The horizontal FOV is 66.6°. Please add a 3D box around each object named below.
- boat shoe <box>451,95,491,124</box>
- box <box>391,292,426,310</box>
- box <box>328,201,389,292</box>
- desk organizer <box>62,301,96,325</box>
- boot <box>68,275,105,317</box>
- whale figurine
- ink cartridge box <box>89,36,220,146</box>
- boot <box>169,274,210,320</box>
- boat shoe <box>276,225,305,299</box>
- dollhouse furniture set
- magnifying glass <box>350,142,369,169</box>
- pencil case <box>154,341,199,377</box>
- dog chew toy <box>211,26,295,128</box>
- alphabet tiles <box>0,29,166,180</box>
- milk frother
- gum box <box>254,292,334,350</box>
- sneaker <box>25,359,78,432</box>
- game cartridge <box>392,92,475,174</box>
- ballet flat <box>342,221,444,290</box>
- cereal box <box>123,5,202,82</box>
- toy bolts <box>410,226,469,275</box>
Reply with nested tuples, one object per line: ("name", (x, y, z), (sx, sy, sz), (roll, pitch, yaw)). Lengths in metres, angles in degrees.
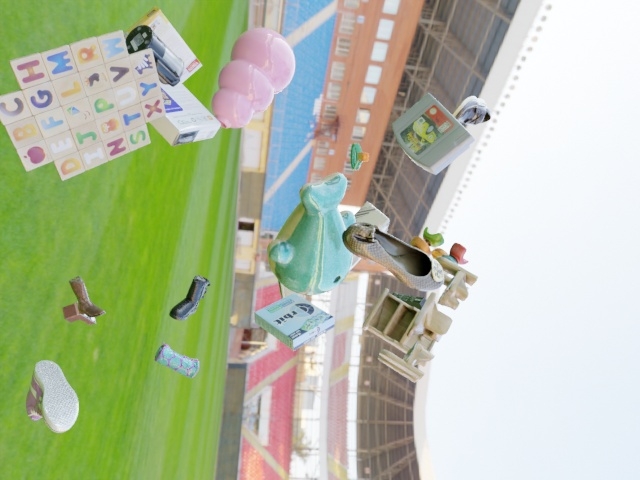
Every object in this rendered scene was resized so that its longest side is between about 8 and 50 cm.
("boat shoe", (0.612, -0.507, 1.943), (0.285, 0.092, 0.103), (-21, 156, -53))
("box", (0.402, 0.310, 2.069), (0.045, 0.184, 0.190), (-46, -154, -25))
("box", (0.081, 0.021, 1.459), (0.275, 0.094, 0.113), (-45, 165, -14))
("desk organizer", (-0.787, 0.245, 1.592), (0.130, 0.050, 0.047), (95, -27, -67))
("boot", (-0.668, 0.160, 1.392), (0.037, 0.106, 0.114), (-38, 126, -60))
("whale figurine", (0.000, 0.000, 0.959), (0.141, 0.216, 0.272), (47, -38, 27))
("ink cartridge box", (-0.464, -0.422, 1.364), (0.069, 0.371, 0.175), (-46, 174, 33))
("boot", (-0.330, 0.144, 1.241), (0.099, 0.045, 0.121), (-63, 171, 10))
("boat shoe", (-0.120, 0.104, 1.884), (0.096, 0.116, 0.325), (156, -73, -76))
("dollhouse furniture set", (0.298, 0.258, 1.657), (0.362, 0.256, 0.394), (-56, 166, -15))
("magnifying glass", (0.126, -0.276, 1.609), (0.231, 0.026, 0.092), (-127, -144, -77))
("pencil case", (-0.502, 0.422, 1.711), (0.070, 0.151, 0.064), (-61, -160, -8))
("dog chew toy", (-0.218, -0.487, 1.503), (0.332, 0.206, 0.206), (-61, -178, -14))
("alphabet tiles", (-0.503, -0.289, 1.064), (0.011, 0.342, 0.285), (38, -35, 28))
("milk frother", (-0.442, -0.440, 1.239), (0.135, 0.143, 0.129), (39, 34, -64))
("gum box", (-0.078, 0.233, 1.431), (0.184, 0.157, 0.041), (26, -52, 42))
("sneaker", (-0.842, 0.525, 1.518), (0.282, 0.102, 0.161), (40, -73, 44))
("game cartridge", (0.369, -0.364, 1.670), (0.196, 0.060, 0.294), (-43, -133, 17))
("ballet flat", (0.152, 0.028, 0.925), (0.058, 0.249, 0.084), (-40, -147, 40))
("cereal box", (-0.537, -0.632, 1.646), (0.047, 0.173, 0.240), (47, -3, 36))
("toy bolts", (0.477, 0.087, 1.998), (0.228, 0.158, 0.218), (32, -25, 49))
